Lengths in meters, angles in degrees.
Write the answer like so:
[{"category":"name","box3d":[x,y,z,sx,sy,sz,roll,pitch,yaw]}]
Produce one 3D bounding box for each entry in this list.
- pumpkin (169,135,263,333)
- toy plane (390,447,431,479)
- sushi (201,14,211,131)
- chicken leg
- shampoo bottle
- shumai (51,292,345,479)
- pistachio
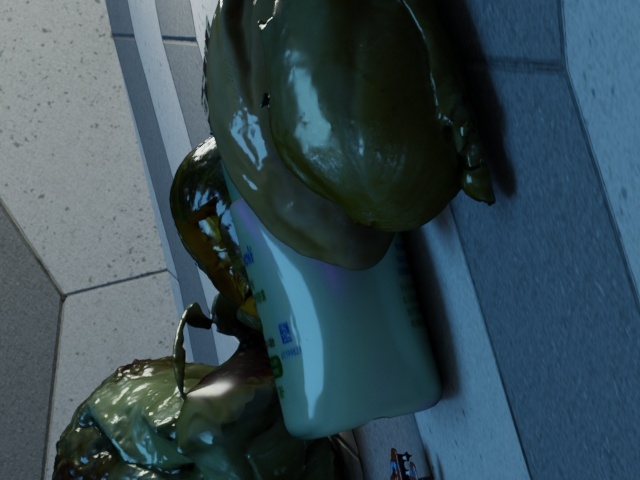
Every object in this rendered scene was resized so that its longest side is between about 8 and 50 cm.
[{"category":"pumpkin","box3d":[-0.047,-0.013,1.963,0.238,0.159,0.238,42,155,25]},{"category":"toy plane","box3d":[0.086,0.275,1.919,0.189,0.061,0.130,104,150,-78]},{"category":"sushi","box3d":[-0.122,-0.187,2.503,0.201,0.031,0.139,101,154,-59]},{"category":"chicken leg","box3d":[0.023,-0.217,1.430,0.201,0.152,0.429,167,97,-68]},{"category":"shampoo bottle","box3d":[0.000,0.000,1.756,0.222,0.151,0.350,117,139,-84]},{"category":"shumai","box3d":[-0.127,0.262,2.318,0.348,0.395,0.395,112,145,-55]},{"category":"pistachio","box3d":[-0.005,-0.114,1.605,0.181,0.162,0.293,10,-121,-53]}]
